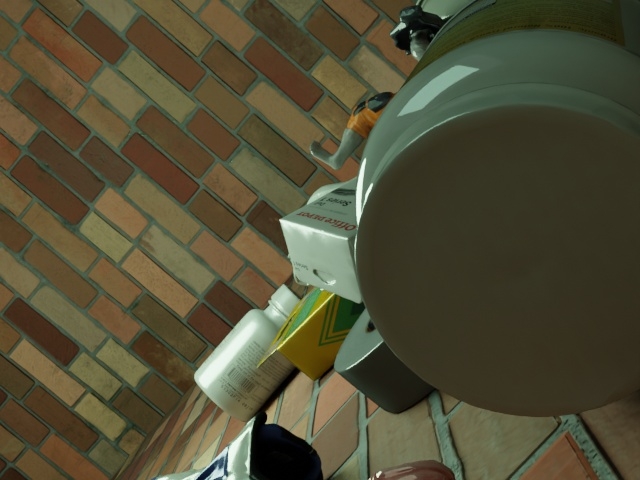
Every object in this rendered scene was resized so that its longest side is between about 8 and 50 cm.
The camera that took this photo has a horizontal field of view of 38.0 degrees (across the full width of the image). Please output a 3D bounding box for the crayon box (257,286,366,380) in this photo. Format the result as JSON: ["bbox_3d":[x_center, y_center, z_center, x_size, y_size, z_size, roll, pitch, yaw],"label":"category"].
[{"bbox_3d":[0.055,0.078,1.427,0.323,0.083,0.203,-46,6,31],"label":"crayon box"}]

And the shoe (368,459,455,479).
[{"bbox_3d":[0.027,0.226,0.662,0.178,0.063,0.081,-42,6,21],"label":"shoe"}]

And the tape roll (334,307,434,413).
[{"bbox_3d":[0.111,0.077,0.987,0.219,0.072,0.219,-49,4,5],"label":"tape roll"}]

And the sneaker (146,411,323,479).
[{"bbox_3d":[-0.088,0.282,1.001,0.182,0.127,0.315,-47,11,-18],"label":"sneaker"}]

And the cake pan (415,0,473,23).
[{"bbox_3d":[0.286,-0.313,1.413,0.293,0.293,0.054,144,137,-70],"label":"cake pan"}]

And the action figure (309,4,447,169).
[{"bbox_3d":[0.198,-0.192,1.414,0.330,0.341,0.178,-37,54,34],"label":"action figure"}]

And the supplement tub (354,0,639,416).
[{"bbox_3d":[0.151,-0.047,0.644,0.228,0.228,0.316,-47,5,29],"label":"supplement tub"}]

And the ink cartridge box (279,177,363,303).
[{"bbox_3d":[0.083,-0.023,1.185,0.219,0.092,0.160,-30,25,-28],"label":"ink cartridge box"}]

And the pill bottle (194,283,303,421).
[{"bbox_3d":[-0.102,0.195,1.640,0.229,0.131,0.131,-49,5,-1],"label":"pill bottle"}]

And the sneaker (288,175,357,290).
[{"bbox_3d":[0.000,0.000,1.399,0.169,0.108,0.292,-48,5,-23],"label":"sneaker"}]
